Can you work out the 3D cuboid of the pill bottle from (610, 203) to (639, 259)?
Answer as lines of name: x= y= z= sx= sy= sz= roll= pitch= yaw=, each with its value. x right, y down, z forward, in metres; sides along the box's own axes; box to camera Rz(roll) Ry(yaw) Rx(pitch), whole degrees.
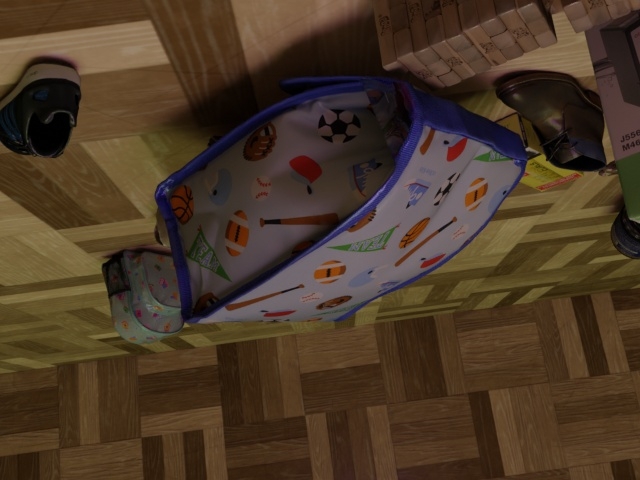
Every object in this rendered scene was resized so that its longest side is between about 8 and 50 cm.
pill bottle: x=0.729 y=-0.039 z=1.518 sx=0.123 sy=0.122 sz=0.219 roll=-11 pitch=163 yaw=11

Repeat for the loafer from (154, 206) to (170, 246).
loafer: x=-0.226 y=-0.031 z=1.138 sx=0.092 sy=0.101 sz=0.268 roll=-8 pitch=166 yaw=-21

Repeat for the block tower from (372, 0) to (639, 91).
block tower: x=0.218 y=-0.244 z=0.626 sx=0.336 sy=0.090 sz=0.097 roll=-16 pitch=162 yaw=29

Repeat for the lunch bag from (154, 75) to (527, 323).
lunch bag: x=0.040 y=-0.058 z=0.871 sx=0.386 sy=0.238 sz=0.328 roll=-29 pitch=161 yaw=32

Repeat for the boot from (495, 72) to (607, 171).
boot: x=0.332 y=-0.160 z=0.941 sx=0.219 sy=0.106 sz=0.082 roll=4 pitch=160 yaw=-36

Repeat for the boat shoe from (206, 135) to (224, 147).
boat shoe: x=-0.092 y=-0.134 z=0.951 sx=0.137 sy=0.049 sz=0.043 roll=4 pitch=124 yaw=-33

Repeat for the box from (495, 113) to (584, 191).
box: x=0.341 y=-0.138 z=1.110 sx=0.087 sy=0.058 sz=0.232 roll=-21 pitch=160 yaw=37

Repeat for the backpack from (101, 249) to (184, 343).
backpack: x=-0.360 y=0.120 z=1.441 sx=0.145 sy=0.188 sz=0.166 roll=-17 pitch=161 yaw=30

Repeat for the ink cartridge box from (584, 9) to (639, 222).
ink cartridge box: x=0.379 y=-0.166 z=0.646 sx=0.115 sy=0.272 sz=0.198 roll=10 pitch=156 yaw=-41

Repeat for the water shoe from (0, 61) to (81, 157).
water shoe: x=-0.332 y=-0.129 z=0.785 sx=0.073 sy=0.080 sz=0.203 roll=3 pitch=161 yaw=-33

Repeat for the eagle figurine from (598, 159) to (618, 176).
eagle figurine: x=0.501 y=-0.153 z=0.915 sx=0.225 sy=0.226 sz=0.298 roll=14 pitch=168 yaw=-2
